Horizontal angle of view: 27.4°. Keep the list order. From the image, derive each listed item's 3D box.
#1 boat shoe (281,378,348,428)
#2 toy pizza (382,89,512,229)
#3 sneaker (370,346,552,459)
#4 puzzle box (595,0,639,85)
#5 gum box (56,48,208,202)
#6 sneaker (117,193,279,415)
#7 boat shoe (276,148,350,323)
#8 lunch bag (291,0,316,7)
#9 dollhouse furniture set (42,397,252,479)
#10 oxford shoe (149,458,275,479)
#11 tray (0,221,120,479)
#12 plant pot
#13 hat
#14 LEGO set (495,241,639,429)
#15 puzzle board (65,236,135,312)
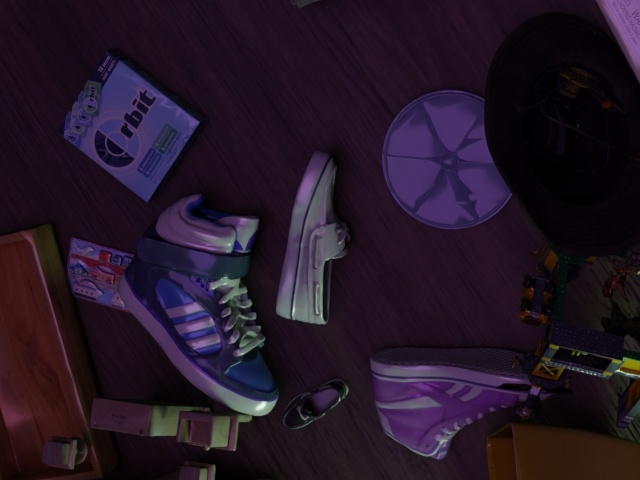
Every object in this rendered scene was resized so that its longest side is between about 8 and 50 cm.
[{"bbox_3d":[-0.013,0.255,2.013,0.125,0.038,0.046,-30,91,20],"label":"boat shoe"},{"bbox_3d":[0.188,-0.116,1.881,0.201,0.032,0.201,3,102,15],"label":"toy pizza"},{"bbox_3d":[0.214,0.243,1.918,0.282,0.102,0.161,1,105,27],"label":"sneaker"},{"bbox_3d":[0.498,-0.350,1.715,0.272,0.052,0.409,-28,92,14],"label":"puzzle box"},{"bbox_3d":[-0.289,-0.176,2.007,0.184,0.041,0.157,37,109,6],"label":"gum box"},{"bbox_3d":[-0.139,0.081,1.966,0.323,0.130,0.236,43,114,10],"label":"sneaker"},{"bbox_3d":[0.000,0.000,1.930,0.088,0.096,0.267,15,106,9],"label":"boat shoe"},{"bbox_3d":[0.047,-0.460,1.786,0.287,0.169,0.235,-10,101,26],"label":"lunch bag"},{"bbox_3d":[-0.262,0.424,1.991,0.303,0.174,0.355,3,84,25],"label":"dollhouse furniture set"},{"bbox_3d":[-0.228,0.417,2.089,0.364,0.130,0.132,4,69,23],"label":"oxford shoe"},{"bbox_3d":[-0.479,0.192,2.121,0.203,0.076,0.411,-12,98,21],"label":"tray"},{"bbox_3d":[0.348,0.363,1.824,0.187,0.212,0.212,-3,76,-4],"label":"plant pot"},{"bbox_3d":[0.312,-0.129,1.756,0.134,0.331,0.331,-24,94,57],"label":"hat"},{"bbox_3d":[0.409,0.137,1.786,0.331,0.255,0.192,7,148,-5],"label":"LEGO set"},{"bbox_3d":[-0.347,0.056,2.088,0.128,0.011,0.096,15,105,14],"label":"puzzle board"}]
